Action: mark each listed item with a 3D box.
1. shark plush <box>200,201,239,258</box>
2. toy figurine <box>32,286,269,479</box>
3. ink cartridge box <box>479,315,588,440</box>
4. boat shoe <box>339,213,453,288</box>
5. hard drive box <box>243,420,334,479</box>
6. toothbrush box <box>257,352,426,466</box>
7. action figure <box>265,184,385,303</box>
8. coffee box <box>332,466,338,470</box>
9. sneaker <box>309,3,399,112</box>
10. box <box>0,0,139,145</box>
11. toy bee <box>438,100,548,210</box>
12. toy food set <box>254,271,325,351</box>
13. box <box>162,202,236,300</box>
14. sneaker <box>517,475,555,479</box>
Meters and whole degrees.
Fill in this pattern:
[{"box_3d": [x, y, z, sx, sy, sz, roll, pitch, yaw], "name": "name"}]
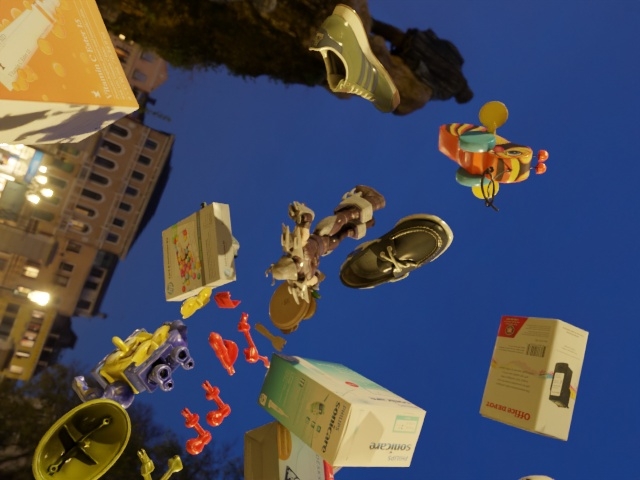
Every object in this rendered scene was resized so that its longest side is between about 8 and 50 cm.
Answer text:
[{"box_3d": [-0.245, -0.022, 1.241, 0.073, 0.161, 0.067, -11, -142, 37], "name": "shark plush"}, {"box_3d": [-0.286, 0.238, 0.835, 0.217, 0.191, 0.362, -7, -148, 45], "name": "toy figurine"}, {"box_3d": [0.344, 0.218, 0.859, 0.127, 0.072, 0.175, -11, -121, 67], "name": "ink cartridge box"}, {"box_3d": [0.149, 0.037, 1.106, 0.091, 0.114, 0.302, -45, -176, -35], "name": "boat shoe"}, {"box_3d": [-0.061, 0.523, 1.130, 0.089, 0.232, 0.181, -26, -138, 17], "name": "hard drive box"}, {"box_3d": [0.036, 0.357, 1.129, 0.295, 0.216, 0.126, 16, -92, 55], "name": "toothbrush box"}, {"box_3d": [0.000, 0.000, 0.983, 0.099, 0.285, 0.185, 30, -44, 28], "name": "action figure"}, {"box_3d": [0.006, 0.536, 1.375, 0.246, 0.098, 0.141, -49, -114, 17], "name": "coffee box"}, {"box_3d": [0.048, -0.252, 0.806, 0.086, 0.192, 0.064, -49, -138, -12], "name": "sneaker"}, {"box_3d": [-0.487, -0.275, 0.811, 0.168, 0.345, 0.215, -20, -85, 22], "name": "box"}, {"box_3d": [0.350, -0.152, 1.045, 0.195, 0.162, 0.298, 90, -8, -53], "name": "toy bee"}, {"box_3d": [-0.061, 0.145, 1.182, 0.132, 0.038, 0.192, 28, -95, 48], "name": "toy food set"}, {"box_3d": [-0.235, 0.026, 0.997, 0.186, 0.038, 0.145, -21, -109, 43], "name": "box"}, {"box_3d": [0.400, 0.456, 0.787, 0.130, 0.236, 0.323, -119, -156, -63], "name": "sneaker"}]
